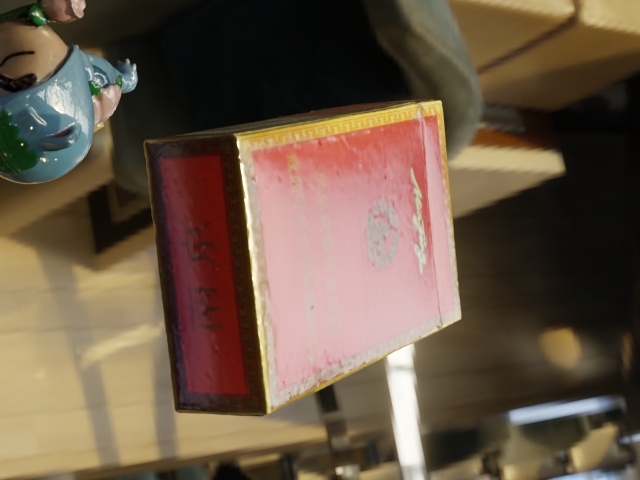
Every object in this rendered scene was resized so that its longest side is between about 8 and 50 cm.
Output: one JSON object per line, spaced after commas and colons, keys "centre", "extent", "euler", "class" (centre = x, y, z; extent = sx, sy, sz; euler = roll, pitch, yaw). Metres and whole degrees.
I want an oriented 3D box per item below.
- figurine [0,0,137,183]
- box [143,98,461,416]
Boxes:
{"centre": [-0.207, -0.124, 1.029], "extent": [0.114, 0.144, 0.178], "euler": [1, -159, 18], "class": "figurine"}
{"centre": [-0.001, 0.000, 0.823], "extent": [0.074, 0.153, 0.240], "euler": [-6, -174, 33], "class": "box"}
